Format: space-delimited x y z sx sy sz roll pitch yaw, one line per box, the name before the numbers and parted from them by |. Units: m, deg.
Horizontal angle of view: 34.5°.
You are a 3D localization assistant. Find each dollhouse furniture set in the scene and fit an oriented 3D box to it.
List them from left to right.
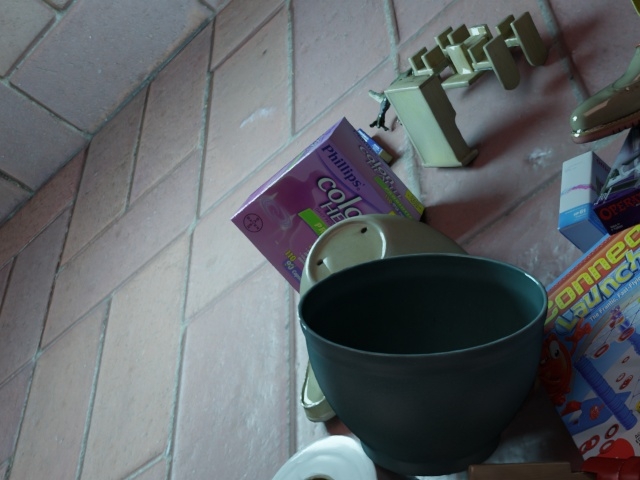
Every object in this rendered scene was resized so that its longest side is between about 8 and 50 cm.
dollhouse furniture set | 0.255 -0.259 1.788 0.242 0.161 0.212 -41 23 -24

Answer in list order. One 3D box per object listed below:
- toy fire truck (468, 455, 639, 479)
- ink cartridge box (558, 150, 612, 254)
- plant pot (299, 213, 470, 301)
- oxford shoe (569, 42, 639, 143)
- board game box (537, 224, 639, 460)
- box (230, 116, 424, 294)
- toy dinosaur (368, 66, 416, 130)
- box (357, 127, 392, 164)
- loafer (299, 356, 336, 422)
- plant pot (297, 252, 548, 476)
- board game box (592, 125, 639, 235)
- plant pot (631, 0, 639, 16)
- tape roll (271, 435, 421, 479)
toy fire truck | 0.279 0.300 1.010 0.246 0.158 0.217 -5 68 46
ink cartridge box | 0.369 -0.046 1.387 0.052 0.088 0.122 -27 39 40
plant pot | 0.080 0.072 1.498 0.284 0.191 0.284 -18 50 22
oxford shoe | 0.447 -0.257 1.327 0.348 0.130 0.123 -37 11 -3
board game box | 0.399 0.104 1.183 0.308 0.086 0.302 -45 30 16
box | 0.013 -0.046 1.759 0.243 0.213 0.117 -38 10 26
toy dinosaur | 0.148 -0.273 1.987 0.268 0.064 0.118 157 129 -66
box | 0.035 -0.105 2.000 0.225 0.036 0.136 -49 29 7
loafer | 0.020 0.164 1.673 0.102 0.092 0.268 -14 48 50
plant pot | 0.128 0.158 1.245 0.293 0.196 0.293 -5 21 2
board game box | 0.467 -0.143 1.256 0.208 0.056 0.347 -23 17 37
plant pot | 0.533 -0.407 1.439 0.187 0.212 0.212 -32 33 10
tape roll | 0.040 0.394 1.315 0.246 0.169 0.246 -36 34 28
